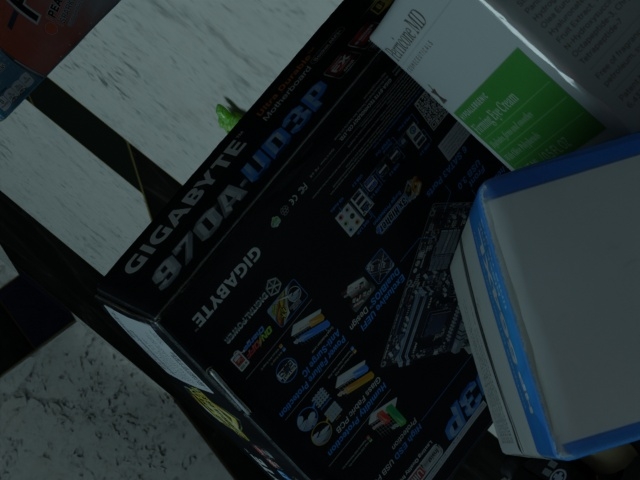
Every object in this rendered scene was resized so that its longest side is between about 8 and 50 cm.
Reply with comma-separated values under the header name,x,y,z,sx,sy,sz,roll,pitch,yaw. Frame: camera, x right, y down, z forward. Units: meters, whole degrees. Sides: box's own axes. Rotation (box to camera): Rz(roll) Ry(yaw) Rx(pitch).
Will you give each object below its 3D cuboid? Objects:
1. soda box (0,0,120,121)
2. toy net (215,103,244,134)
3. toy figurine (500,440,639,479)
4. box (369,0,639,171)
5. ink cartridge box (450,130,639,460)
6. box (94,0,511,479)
name,x,y,z,sx,sy,sz,roll,pitch,yaw
soda box,-0.108,-0.135,0.731,0.058,0.183,0.063,44,165,-14
toy net,0.000,0.000,1.158,0.122,0.045,0.232,25,160,48
toy figurine,0.210,0.207,1.048,0.213,0.148,0.209,35,171,14
box,0.086,-0.085,0.529,0.087,0.102,0.101,44,168,0
ink cartridge box,0.126,0.014,0.538,0.203,0.148,0.086,79,173,-83
box,0.036,-0.002,0.679,0.051,0.220,0.175,20,156,50
